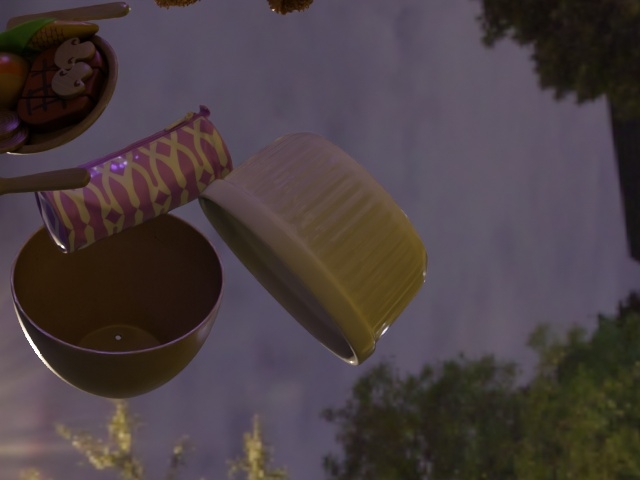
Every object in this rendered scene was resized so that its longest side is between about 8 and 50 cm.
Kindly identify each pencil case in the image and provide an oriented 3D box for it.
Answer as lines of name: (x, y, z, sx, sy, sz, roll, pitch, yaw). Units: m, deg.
pencil case: (-0.186, -0.062, 1.092, 0.206, 0.086, 0.088, -28, -56, -25)

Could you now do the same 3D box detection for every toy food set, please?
toy food set: (-0.223, -0.122, 0.854, 0.038, 0.132, 0.192, 61, -152, -54)

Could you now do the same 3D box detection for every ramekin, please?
ramekin: (0.000, 0.000, 0.959, 0.109, 0.207, 0.207, -44, -41, -10)

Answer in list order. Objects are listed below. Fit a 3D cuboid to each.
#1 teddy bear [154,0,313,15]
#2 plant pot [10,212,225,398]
teddy bear: (-0.137, -0.389, 1.290, 0.113, 0.338, 0.245, 25, -112, -82)
plant pot: (-0.283, 0.111, 1.524, 0.284, 0.284, 0.191, -67, -9, -46)
